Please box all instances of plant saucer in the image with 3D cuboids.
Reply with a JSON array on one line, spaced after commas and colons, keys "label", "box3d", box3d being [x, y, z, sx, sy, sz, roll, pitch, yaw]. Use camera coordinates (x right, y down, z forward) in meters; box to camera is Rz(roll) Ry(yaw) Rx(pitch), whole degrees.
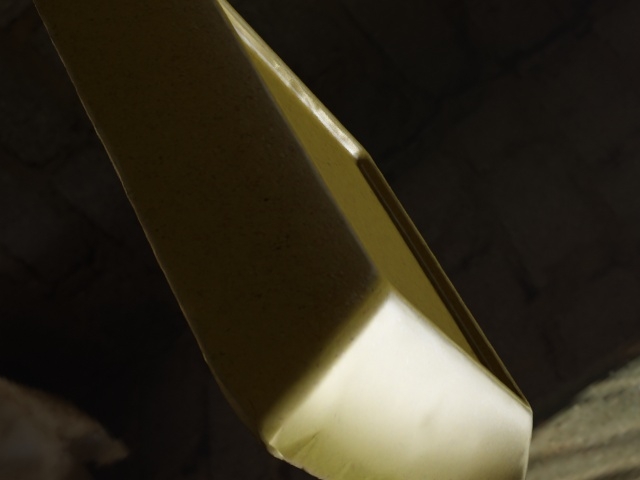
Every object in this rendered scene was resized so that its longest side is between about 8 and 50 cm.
[{"label": "plant saucer", "box3d": [0.000, 0.000, 0.733, 0.333, 0.081, 0.333, 59, 10, 33]}]
